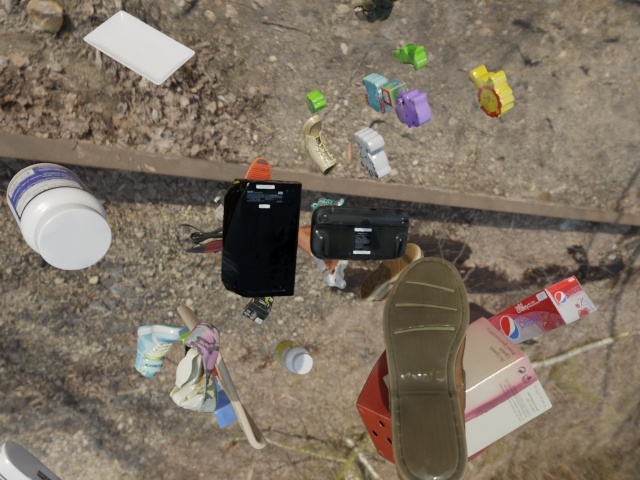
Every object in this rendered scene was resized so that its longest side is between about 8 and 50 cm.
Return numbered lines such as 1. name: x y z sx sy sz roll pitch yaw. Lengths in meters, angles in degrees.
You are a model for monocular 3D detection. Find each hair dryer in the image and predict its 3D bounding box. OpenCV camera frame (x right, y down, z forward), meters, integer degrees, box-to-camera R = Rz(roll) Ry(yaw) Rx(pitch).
1. hair dryer: -0.282 0.012 1.318 0.293 0.080 0.223 47 68 -16

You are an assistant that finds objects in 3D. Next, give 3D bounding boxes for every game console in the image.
1. game console: 0.000 0.000 0.799 0.361 0.044 0.213 1 106 -17

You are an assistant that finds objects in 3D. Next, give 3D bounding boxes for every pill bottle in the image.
1. pill bottle: -0.120 0.526 1.922 0.117 0.208 0.117 -1 92 -27
2. pill bottle: -0.537 -0.052 0.881 0.153 0.265 0.153 -23 129 -33

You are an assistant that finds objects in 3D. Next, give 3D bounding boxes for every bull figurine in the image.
1. bull figurine: 0.028 0.036 1.492 0.188 0.310 0.101 -16 135 -31

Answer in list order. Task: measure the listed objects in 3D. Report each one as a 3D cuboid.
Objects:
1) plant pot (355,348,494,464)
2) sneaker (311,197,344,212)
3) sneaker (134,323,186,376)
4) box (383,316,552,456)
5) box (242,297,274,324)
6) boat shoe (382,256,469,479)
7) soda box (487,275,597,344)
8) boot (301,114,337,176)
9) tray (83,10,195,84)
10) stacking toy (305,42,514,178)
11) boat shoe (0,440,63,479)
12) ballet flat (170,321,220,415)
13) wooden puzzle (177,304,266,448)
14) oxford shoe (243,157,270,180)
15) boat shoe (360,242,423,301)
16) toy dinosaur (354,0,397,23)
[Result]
1. plant pot: 0.254 0.443 1.106 0.236 0.267 0.267 -33 107 -30
2. sneaker: 0.023 -0.146 1.777 0.166 0.065 0.076 -24 102 37
3. sneaker: -0.648 0.446 1.729 0.127 0.208 0.319 15 159 -39
4. box: 0.255 0.272 0.773 0.232 0.148 0.127 -32 108 2
5. box: -0.172 0.182 1.191 0.062 0.083 0.052 34 110 -12
6. boat shoe: 0.135 0.167 0.562 0.111 0.307 0.104 4 142 16
7. soda box: 0.492 0.174 0.985 0.092 0.083 0.263 -18 159 -18
8. boot: 0.000 -0.423 1.932 0.095 0.203 0.262 -29 165 -19
9. tray: -0.483 -0.512 1.146 0.145 0.270 0.030 -53 168 -21
10. stacking toy: 0.091 -0.169 0.522 0.167 0.221 0.052 -28 129 -6
11. boat shoe: -0.581 0.553 0.872 0.102 0.108 0.301 -40 104 -16
12. ballet flat: -0.224 0.243 0.756 0.079 0.077 0.221 -34 143 -52
13. wooden puzzle: -0.285 0.353 1.121 0.080 0.322 0.348 -28 104 -22
14. oxford shoe: -0.247 -0.164 1.499 0.097 0.098 0.271 11 107 -29
15. boat shoe: 0.281 0.133 1.575 0.123 0.123 0.342 19 135 -21
16. toy dinosaur: 0.078 -0.339 0.481 0.064 0.268 0.118 -20 101 0
